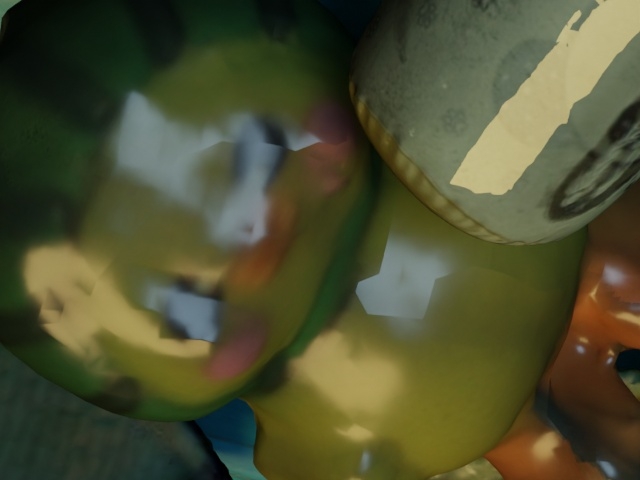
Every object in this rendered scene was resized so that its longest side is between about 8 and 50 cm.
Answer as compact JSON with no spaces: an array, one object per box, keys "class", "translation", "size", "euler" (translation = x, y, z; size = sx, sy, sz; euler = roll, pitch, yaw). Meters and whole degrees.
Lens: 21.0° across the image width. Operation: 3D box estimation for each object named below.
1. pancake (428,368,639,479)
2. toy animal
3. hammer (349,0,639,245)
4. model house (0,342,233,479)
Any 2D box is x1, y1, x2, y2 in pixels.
[{"class":"pancake","translation":[0.249,0.097,0.926],"size":[0.305,0.066,0.427],"euler":[17,157,-24]},{"class":"toy animal","translation":[-0.002,-0.001,0.744],"size":[0.338,0.216,0.191],"euler":[19,-174,-32]},{"class":"hammer","translation":[0.173,-0.066,0.637],"size":[0.305,0.113,0.202],"euler":[17,130,-35]},{"class":"model house","translation":[-0.183,0.229,1.137],"size":[0.284,0.298,0.243],"euler":[6,151,12]}]
